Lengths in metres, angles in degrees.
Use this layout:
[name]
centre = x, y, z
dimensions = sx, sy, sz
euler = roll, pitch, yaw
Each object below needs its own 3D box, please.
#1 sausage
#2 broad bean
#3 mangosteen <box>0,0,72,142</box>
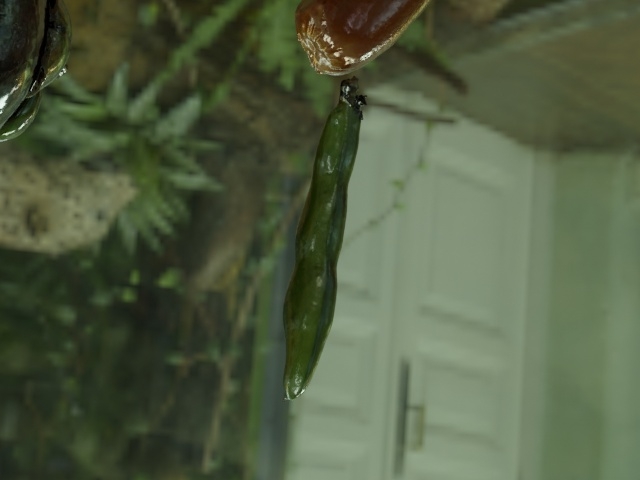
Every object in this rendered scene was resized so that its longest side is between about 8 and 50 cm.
[sausage]
centre = 0.088, -0.269, 1.746
dimensions = 0.089, 0.300, 0.083
euler = 43, 165, -13
[broad bean]
centre = -0.001, 0.000, 1.711
dimensions = 0.043, 0.297, 0.060
euler = 13, 170, -20
[mangosteen]
centre = -0.392, -0.223, 1.908
dimensions = 0.300, 0.300, 0.300
euler = 4, 169, 1
